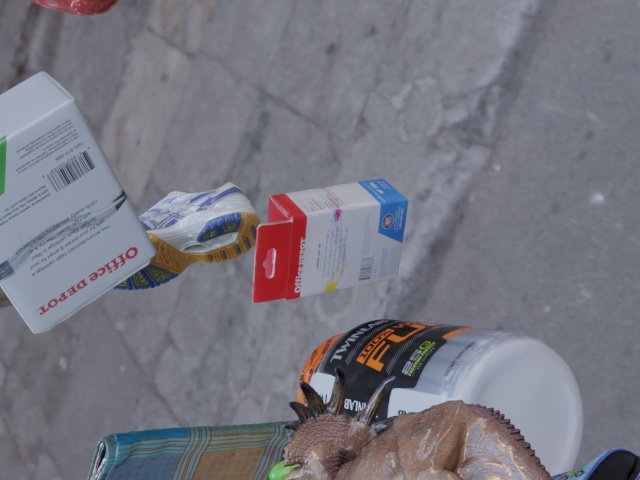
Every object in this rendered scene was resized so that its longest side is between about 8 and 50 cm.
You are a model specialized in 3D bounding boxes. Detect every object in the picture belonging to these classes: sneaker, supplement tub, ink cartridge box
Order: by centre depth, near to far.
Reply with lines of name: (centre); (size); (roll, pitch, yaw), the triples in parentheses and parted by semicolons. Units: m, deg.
ink cartridge box: (-0.275, -0.034, 1.099); (0.153, 0.208, 0.087); (-34, 41, -15)
supplement tub: (0.127, 0.201, 1.340); (0.338, 0.207, 0.207); (-1, 76, 57)
ink cartridge box: (0.000, 0.000, 1.582); (0.078, 0.231, 0.134); (48, 140, 50)
sneaker: (-0.250, -0.011, 1.823); (0.131, 0.296, 0.112); (-115, 17, -46)

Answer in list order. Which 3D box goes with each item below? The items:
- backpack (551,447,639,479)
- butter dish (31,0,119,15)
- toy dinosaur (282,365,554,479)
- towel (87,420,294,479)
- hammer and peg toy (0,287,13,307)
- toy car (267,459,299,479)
backpack: (0.211, 0.257, 0.903); (0.117, 0.158, 0.173); (-20, 16, 49)
butter dish: (-0.280, -0.315, 1.311); (0.160, 0.160, 0.118); (-42, 51, 45)
toy dinosaur: (0.063, 0.168, 0.812); (0.296, 0.127, 0.200); (-19, 32, 30)
towel: (-0.198, 0.397, 1.763); (0.040, 0.370, 0.271); (53, 130, 45)
hammer and peg toy: (-0.466, 0.027, 1.303); (0.266, 0.361, 0.127); (23, 104, 18)
toy car: (0.041, 0.332, 1.543); (0.239, 0.225, 0.053); (-130, 54, -84)
